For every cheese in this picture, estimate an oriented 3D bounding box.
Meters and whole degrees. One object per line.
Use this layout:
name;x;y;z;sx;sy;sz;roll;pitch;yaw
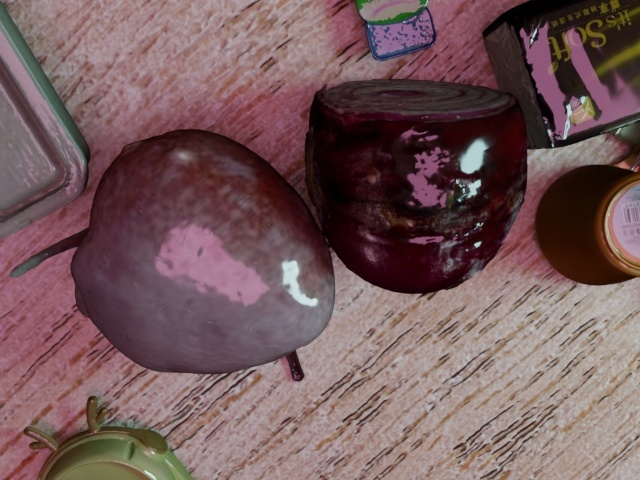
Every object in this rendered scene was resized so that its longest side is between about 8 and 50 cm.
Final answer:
cheese;0.074;-0.406;1.068;0.203;0.083;0.321;-16;102;-3

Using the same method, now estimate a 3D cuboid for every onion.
onion;0.123;-0.069;1.029;0.281;0.337;0.260;-8;110;-10

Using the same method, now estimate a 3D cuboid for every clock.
clock;-0.323;0.392;1.218;0.235;0.096;0.308;-27;103;2

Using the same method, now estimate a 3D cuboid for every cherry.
cherry;-0.158;0.035;1.041;0.335;0.291;0.326;42;114;-5

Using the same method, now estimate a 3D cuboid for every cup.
cup;0.421;-0.041;1.103;0.182;0.264;0.226;30;92;2

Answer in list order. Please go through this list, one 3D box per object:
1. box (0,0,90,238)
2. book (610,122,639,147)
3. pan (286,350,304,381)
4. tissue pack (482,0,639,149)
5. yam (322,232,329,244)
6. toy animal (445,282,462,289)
box;-0.423;-0.177;1.029;0.175;0.182;0.312;-28;104;3
book;0.615;-0.185;1.200;0.310;0.021;0.217;26;100;-10
pan;-0.064;0.123;1.205;0.114;0.040;0.212;-15;104;4
tissue pack;0.427;-0.267;1.060;0.369;0.210;0.198;-20;93;5
yam;0.000;0.000;1.190;0.116;0.021;0.021;-14;104;0
toy animal;0.198;0.012;1.179;0.137;0.098;0.098;-38;105;-18
